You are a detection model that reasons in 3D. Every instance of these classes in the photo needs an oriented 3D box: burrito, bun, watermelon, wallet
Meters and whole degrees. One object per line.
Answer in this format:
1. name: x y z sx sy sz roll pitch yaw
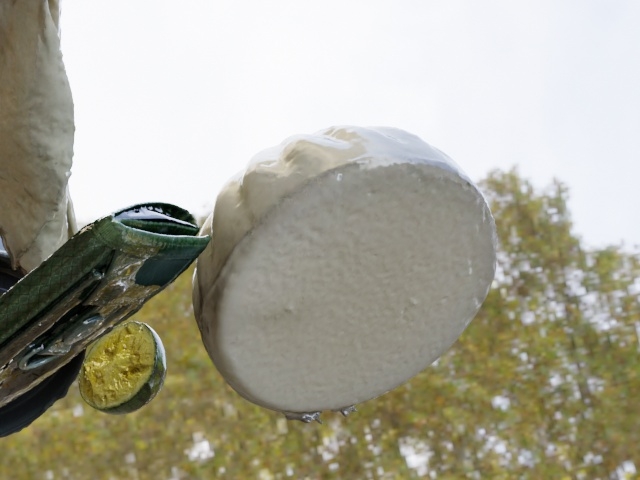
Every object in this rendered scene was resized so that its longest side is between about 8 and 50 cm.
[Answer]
1. burrito: -0.245 -0.132 1.031 0.117 0.076 0.392 27 -55 41
2. bun: 0.000 0.000 1.032 0.175 0.263 0.263 56 -39 44
3. watermelon: -0.205 0.142 1.320 0.105 0.105 0.062 51 2 43
4. wallet: -0.197 0.059 0.877 0.236 0.160 0.055 -40 -101 13

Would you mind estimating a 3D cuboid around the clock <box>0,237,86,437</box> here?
1. clock: -0.435 0.120 1.450 0.067 0.325 0.325 59 -37 43
